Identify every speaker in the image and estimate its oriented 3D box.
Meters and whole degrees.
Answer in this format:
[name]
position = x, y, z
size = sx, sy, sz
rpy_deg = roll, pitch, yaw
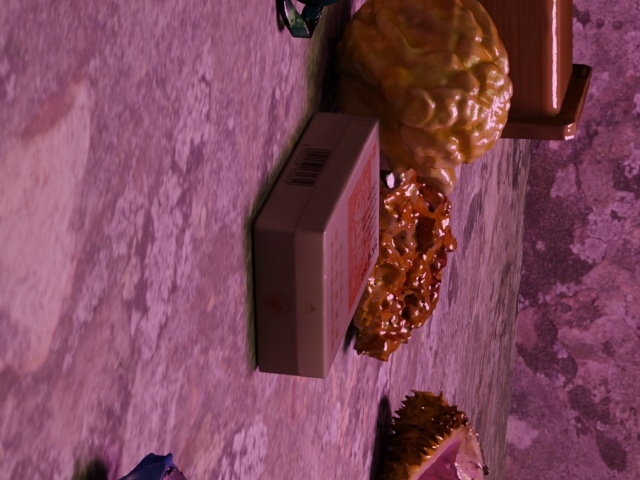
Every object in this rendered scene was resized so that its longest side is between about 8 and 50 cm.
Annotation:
[speaker]
position = -0.007, -0.200, 1.359
size = 0.094, 0.060, 0.075
rpy_deg = -50, -174, 29

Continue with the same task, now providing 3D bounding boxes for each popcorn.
[popcorn]
position = 0.088, -0.133, 1.562
size = 0.170, 0.180, 0.180
rpy_deg = -49, 170, 6

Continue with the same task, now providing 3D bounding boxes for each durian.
[durian]
position = 0.129, 0.263, 2.030
size = 0.182, 0.132, 0.165
rpy_deg = 47, 38, -60

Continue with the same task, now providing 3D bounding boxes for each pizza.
[pizza]
position = 0.084, 0.014, 1.797
size = 0.335, 0.086, 0.226
rpy_deg = 65, 32, -71

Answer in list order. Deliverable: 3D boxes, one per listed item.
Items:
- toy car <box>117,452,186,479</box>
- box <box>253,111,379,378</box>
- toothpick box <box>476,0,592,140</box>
[toy car]
position = -0.114, 0.225, 1.038
size = 0.103, 0.063, 0.216
rpy_deg = 75, 18, -60
[box]
position = 0.000, 0.000, 1.458
size = 0.201, 0.058, 0.141
rpy_deg = -65, 158, -58
[toothpick box]
position = 0.184, -0.278, 1.898
size = 0.190, 0.187, 0.308
rpy_deg = -60, 150, -60
